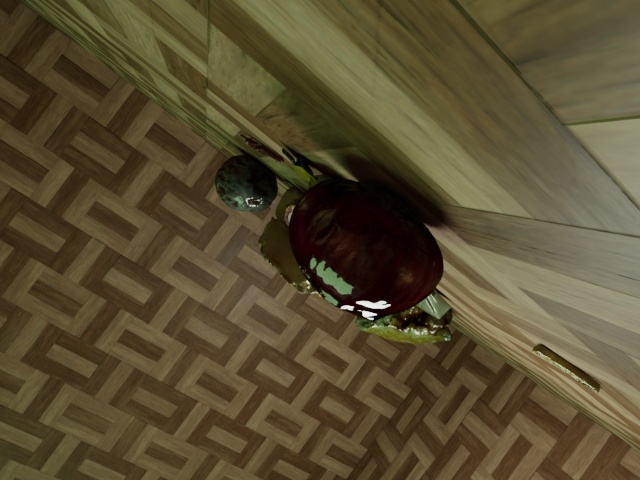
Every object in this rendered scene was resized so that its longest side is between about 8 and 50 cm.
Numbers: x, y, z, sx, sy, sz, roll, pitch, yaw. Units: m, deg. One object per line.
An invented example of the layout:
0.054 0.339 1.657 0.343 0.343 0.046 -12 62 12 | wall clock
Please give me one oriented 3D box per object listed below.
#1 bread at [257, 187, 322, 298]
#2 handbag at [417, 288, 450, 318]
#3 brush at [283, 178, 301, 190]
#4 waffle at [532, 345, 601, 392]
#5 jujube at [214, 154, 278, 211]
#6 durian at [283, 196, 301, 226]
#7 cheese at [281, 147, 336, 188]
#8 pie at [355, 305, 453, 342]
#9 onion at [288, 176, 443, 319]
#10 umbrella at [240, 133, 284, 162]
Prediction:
0.017 0.044 1.503 0.371 0.279 0.390 38 -177 40 | bread
0.362 0.179 1.620 0.219 0.079 0.256 50 172 -23 | handbag
-0.102 -0.203 1.568 0.083 0.008 0.024 36 -178 -3 | brush
0.593 0.308 1.028 0.153 0.023 0.097 35 180 26 | waffle
-0.305 -0.221 1.725 0.246 0.215 0.308 36 178 -17 | jujube
0.037 -0.050 1.203 0.341 0.112 0.191 19 139 34 | durian
0.003 -0.105 0.863 0.250 0.064 0.156 46 -177 25 | cheese
0.398 0.385 1.987 0.418 0.180 0.395 -8 155 26 | pie
0.062 0.011 0.643 0.246 0.190 0.246 36 -163 -13 | onion
-0.157 -0.243 1.124 0.165 0.025 0.027 34 156 26 | umbrella
